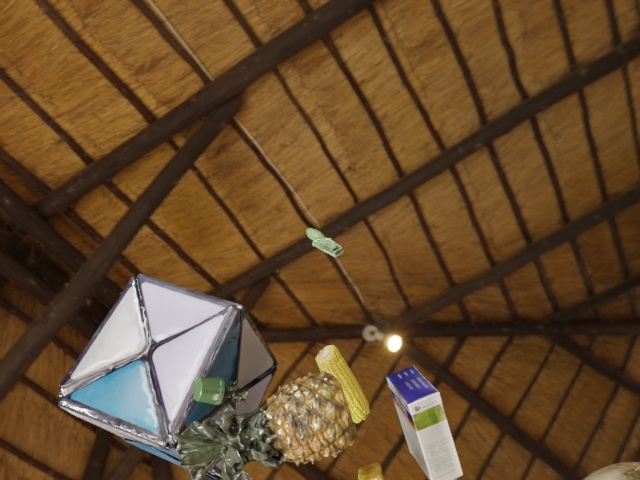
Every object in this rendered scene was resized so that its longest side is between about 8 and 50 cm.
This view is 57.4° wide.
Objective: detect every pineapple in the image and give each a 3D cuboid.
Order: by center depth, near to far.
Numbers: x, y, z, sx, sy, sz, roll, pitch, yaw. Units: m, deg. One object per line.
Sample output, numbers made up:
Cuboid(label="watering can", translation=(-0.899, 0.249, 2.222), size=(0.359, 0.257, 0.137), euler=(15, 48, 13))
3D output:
Cuboid(label="pineapple", translation=(-0.077, 0.277, 0.832), size=(0.247, 0.128, 0.128), euler=(-17, -65, -13))

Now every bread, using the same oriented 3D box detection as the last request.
Cuboid(label="bread", translation=(0.147, 0.686, 1.687), size=(0.074, 0.132, 0.054), euler=(-15, -90, 2))

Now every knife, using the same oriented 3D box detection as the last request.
Cuboid(label="knife", translation=(0.000, 0.002, 1.295), size=(0.043, 0.293, 0.020), euler=(-16, -77, -12))

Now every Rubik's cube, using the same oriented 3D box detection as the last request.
Cuboid(label="Rubik's cube", translation=(-0.301, 0.295, 1.239), size=(0.310, 0.305, 0.307), euler=(-63, -24, -27))

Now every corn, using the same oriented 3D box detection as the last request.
Cuboid(label="corn", translation=(0.066, 0.411, 1.658), size=(0.081, 0.081, 0.249), euler=(-39, -69, -30))

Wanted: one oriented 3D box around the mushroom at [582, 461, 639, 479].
Cuboid(label="mushroom", translation=(0.551, 0.537, 0.916), size=(0.362, 0.294, 0.363), euler=(17, -123, -28))

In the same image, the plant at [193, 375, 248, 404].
Cuboid(label="plant", translation=(-0.172, 0.268, 1.039), size=(0.102, 0.051, 0.051), euler=(15, -89, -31))

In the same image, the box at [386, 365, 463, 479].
Cuboid(label="box", translation=(0.318, 0.568, 1.799), size=(0.106, 0.200, 0.300), euler=(-21, -75, -8))
